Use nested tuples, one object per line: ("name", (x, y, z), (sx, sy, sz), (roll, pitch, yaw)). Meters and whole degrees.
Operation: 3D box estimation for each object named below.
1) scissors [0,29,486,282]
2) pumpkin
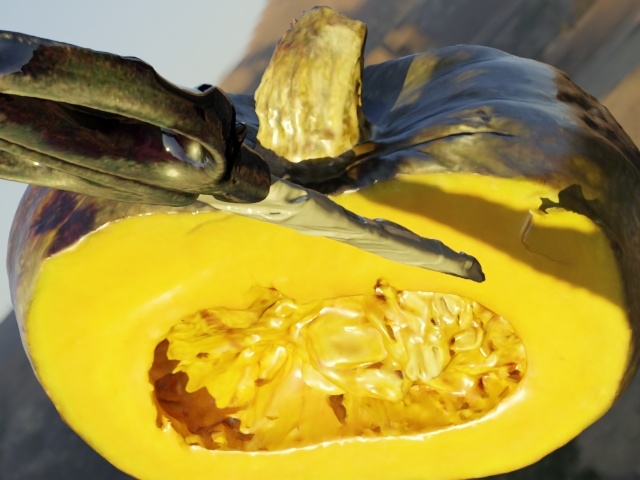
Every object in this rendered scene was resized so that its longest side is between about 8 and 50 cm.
("scissors", (-0.021, -0.015, 0.528), (0.300, 0.109, 0.022), (16, -103, -56))
("pumpkin", (0.000, 0.000, 0.848), (0.317, 0.221, 0.139), (-4, 34, 12))
